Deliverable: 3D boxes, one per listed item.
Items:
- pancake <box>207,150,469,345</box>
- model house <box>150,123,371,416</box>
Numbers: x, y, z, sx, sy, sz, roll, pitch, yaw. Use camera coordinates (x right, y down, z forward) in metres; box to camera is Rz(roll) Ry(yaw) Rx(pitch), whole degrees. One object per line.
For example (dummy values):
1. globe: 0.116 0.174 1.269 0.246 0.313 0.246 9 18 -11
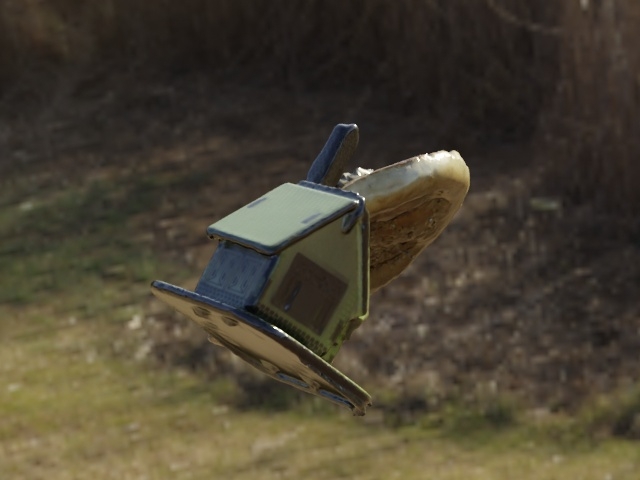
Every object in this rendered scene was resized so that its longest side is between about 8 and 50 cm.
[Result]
1. pancake: 0.010 0.020 2.031 0.382 0.382 0.071 -21 69 -29
2. model house: 0.000 0.000 1.733 0.218 0.205 0.279 18 74 50
